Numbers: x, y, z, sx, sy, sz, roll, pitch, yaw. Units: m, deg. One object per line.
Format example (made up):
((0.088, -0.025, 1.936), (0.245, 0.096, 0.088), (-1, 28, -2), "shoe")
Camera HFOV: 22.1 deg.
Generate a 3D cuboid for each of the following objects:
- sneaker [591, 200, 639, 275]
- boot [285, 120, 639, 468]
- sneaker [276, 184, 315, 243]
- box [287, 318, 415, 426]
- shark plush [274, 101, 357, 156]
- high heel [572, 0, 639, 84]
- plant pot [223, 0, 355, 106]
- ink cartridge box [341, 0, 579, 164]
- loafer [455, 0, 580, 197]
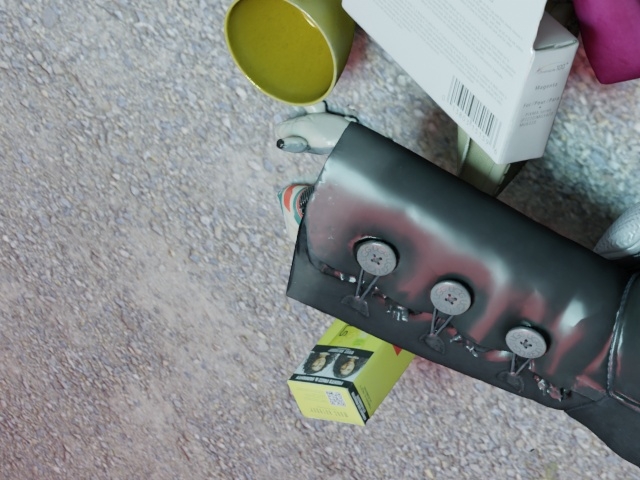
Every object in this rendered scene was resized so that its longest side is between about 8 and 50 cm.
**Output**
((0.312, 0.082, 1.686), (0.153, 0.101, 0.268), (41, 140, 4), "sneaker")
((0.209, 0.001, 1.543), (0.445, 0.146, 0.367), (30, 124, 12), "boot")
((0.000, 0.000, 1.920), (0.075, 0.057, 0.161), (16, 140, 53), "sneaker")
((0.064, 0.104, 1.812), (0.087, 0.232, 0.058), (5, 130, 38), "box")
((0.026, -0.112, 1.806), (0.161, 0.073, 0.067), (6, 154, 9), "shark plush")
((0.186, -0.289, 1.406), (0.377, 0.127, 0.181), (45, 133, -9), "high heel")
((-0.017, -0.218, 1.677), (0.134, 0.095, 0.134), (23, 139, 22), "plant pot")
((0.130, -0.242, 1.467), (0.275, 0.060, 0.239), (50, 141, 38), "ink cartridge box")
((0.173, -0.135, 1.604), (0.092, 0.102, 0.269), (32, 132, 14), "loafer")
